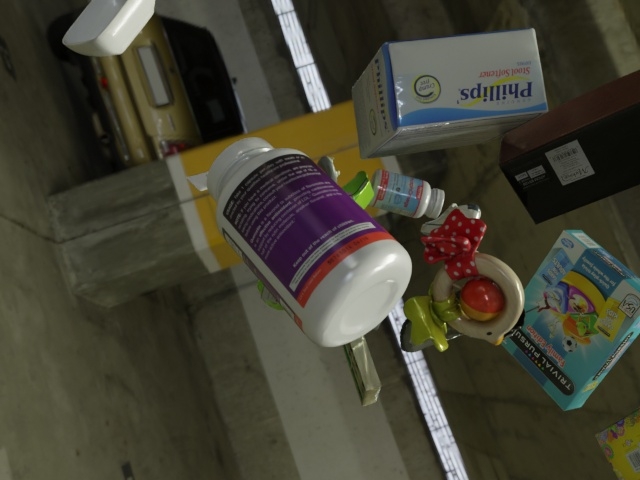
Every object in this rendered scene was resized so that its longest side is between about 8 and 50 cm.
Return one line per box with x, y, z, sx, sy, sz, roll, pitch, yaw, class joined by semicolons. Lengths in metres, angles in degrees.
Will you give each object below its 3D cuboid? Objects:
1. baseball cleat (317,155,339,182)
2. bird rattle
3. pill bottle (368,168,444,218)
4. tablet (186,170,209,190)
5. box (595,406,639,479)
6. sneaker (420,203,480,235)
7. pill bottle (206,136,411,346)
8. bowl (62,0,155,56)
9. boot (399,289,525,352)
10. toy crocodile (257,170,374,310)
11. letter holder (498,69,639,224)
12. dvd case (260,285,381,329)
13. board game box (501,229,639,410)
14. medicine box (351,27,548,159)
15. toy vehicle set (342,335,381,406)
-0.013;-0.124;1.748;0.072;0.109;0.206;50;-27;31;baseball cleat
0.268;0.082;1.234;0.143;0.206;0.254;-34;145;-63;bird rattle
0.189;-0.100;1.520;0.087;0.160;0.087;-166;-90;-86;pill bottle
-0.214;-0.121;1.335;0.054;0.083;0.006;41;-44;36;tablet
0.801;0.406;1.428;0.290;0.279;0.177;113;-39;-53;box
0.342;-0.045;1.752;0.091;0.094;0.258;-67;-164;-8;sneaker
-0.030;-0.011;0.999;0.323;0.181;0.182;47;-18;29;pill bottle
-0.319;-0.337;1.047;0.142;0.142;0.053;16;-21;45;bowl
0.293;0.172;1.392;0.161;0.246;0.084;15;-58;51;boot
0.000;0.000;1.411;0.105;0.341;0.115;28;-12;27;toy crocodile
0.505;-0.197;1.259;0.152;0.301;0.214;51;35;-22;letter holder
0.017;0.084;1.268;0.179;0.238;0.030;109;-4;-51;dvd case
0.587;0.184;1.587;0.254;0.079;0.336;51;-52;40;board game box
0.217;-0.255;1.232;0.289;0.263;0.149;157;-75;-80;medicine box
0.077;0.239;1.592;0.166;0.035;0.267;89;-16;-64;toy vehicle set
